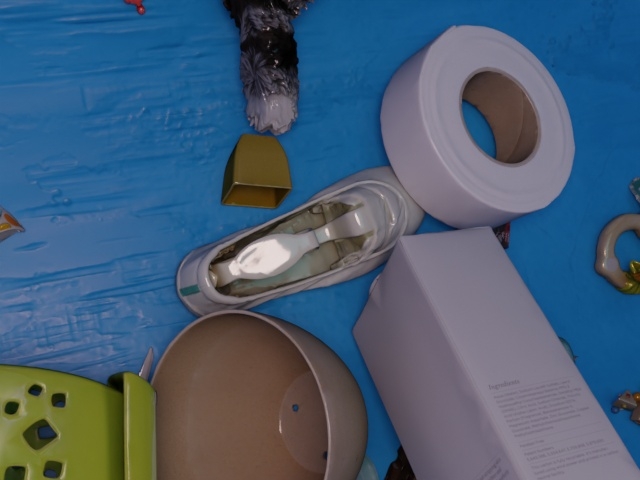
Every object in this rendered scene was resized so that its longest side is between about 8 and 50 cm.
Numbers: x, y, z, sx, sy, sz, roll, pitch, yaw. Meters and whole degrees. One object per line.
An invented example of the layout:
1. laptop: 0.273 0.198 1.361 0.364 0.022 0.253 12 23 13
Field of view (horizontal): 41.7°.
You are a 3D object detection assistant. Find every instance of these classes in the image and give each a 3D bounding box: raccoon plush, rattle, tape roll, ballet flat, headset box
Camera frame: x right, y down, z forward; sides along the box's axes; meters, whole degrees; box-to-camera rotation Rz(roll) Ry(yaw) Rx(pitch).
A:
1. raccoon plush: -0.005 -0.390 1.182 0.299 0.216 0.446 -13 110 -31
2. rattle: 0.524 -0.016 1.309 0.130 0.143 0.200 34 79 7
3. tape roll: 0.228 -0.162 1.209 0.286 0.100 0.286 9 71 -27
4. ballet flat: 0.000 0.000 1.128 0.400 0.139 0.139 -23 91 -20
5. headset box: 0.250 -0.021 1.268 0.083 0.032 0.062 9 81 -19

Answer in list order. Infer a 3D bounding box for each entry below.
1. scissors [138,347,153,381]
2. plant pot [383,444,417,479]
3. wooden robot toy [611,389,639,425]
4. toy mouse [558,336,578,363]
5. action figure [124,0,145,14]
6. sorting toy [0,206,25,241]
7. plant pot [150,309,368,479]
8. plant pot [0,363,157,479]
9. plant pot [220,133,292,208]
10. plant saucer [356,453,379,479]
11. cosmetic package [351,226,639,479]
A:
1. scissors: -0.268 0.283 1.058 0.109 0.021 0.297 4 84 -17
2. plant pot: 0.181 0.346 1.139 0.165 0.167 0.167 28 75 -6
3. wooden robot toy: 0.534 0.258 1.313 0.173 0.076 0.079 31 64 -13
4. toy mouse: 0.340 0.187 1.273 0.161 0.031 0.143 -2 84 -19
5. action figure: -0.265 -0.361 1.137 0.038 0.030 0.115 -25 97 -14
6. sorting toy: -0.426 -0.023 1.039 0.083 0.045 0.075 -37 77 -19
7. plant pot: -0.051 0.228 1.035 0.191 0.284 0.284 8 79 -54
8. plant pot: -0.296 0.252 0.940 0.207 0.228 0.227 0 79 -20
9. plant pot: -0.088 -0.097 1.140 0.081 0.081 0.083 4 70 -18
10. plant saucer: 0.040 0.342 1.133 0.119 0.021 0.119 24 59 -48
11. cosmetic package: 0.195 0.194 1.035 0.156 0.217 0.385 -5 53 -24
